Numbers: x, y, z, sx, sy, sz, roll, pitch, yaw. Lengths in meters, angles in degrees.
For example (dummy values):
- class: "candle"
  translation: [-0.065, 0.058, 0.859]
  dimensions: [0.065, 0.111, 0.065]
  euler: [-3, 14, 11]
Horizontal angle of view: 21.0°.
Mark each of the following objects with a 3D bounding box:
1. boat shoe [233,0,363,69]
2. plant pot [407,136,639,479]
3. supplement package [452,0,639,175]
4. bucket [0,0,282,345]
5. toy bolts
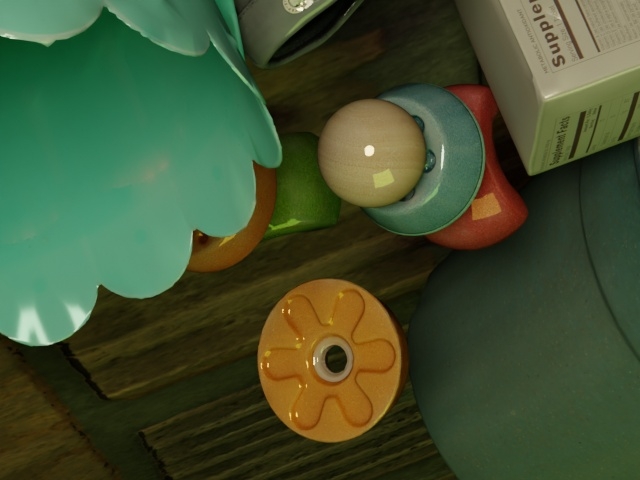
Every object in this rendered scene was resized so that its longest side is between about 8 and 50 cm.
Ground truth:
- class: "boat shoe"
  translation: [0.093, -0.168, 0.840]
  dimensions: [0.319, 0.099, 0.116]
  euler: [-18, 167, -4]
- class: "plant pot"
  translation: [0.256, 0.050, 1.245]
  dimensions: [0.341, 0.341, 0.334]
  euler: [-3, 157, -35]
- class: "supplement package"
  translation: [0.206, -0.154, 0.964]
  dimensions: [0.244, 0.139, 0.134]
  euler: [-20, 164, -2]
- class: "bucket"
  translation: [-0.172, -0.081, 0.768]
  dimensions: [0.281, 0.183, 0.281]
  euler: [-19, 155, -9]
- class: "toy bolts"
  translation: [0.000, 0.000, 1.006]
  dimensions: [0.228, 0.218, 0.158]
  euler: [-24, 167, 26]
